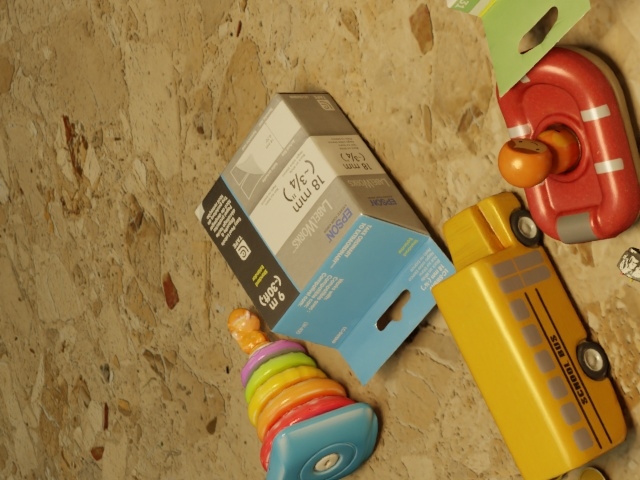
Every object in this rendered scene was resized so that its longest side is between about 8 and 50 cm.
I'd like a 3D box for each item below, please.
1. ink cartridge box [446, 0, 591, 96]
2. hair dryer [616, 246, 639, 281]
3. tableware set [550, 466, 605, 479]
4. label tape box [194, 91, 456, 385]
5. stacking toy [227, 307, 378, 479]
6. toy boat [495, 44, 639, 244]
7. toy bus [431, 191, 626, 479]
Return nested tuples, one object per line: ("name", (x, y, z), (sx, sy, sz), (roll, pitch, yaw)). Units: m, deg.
("ink cartridge box", (0.207, -0.303, 1.609), (0.171, 0.056, 0.235), (-46, 40, 46))
("hair dryer", (0.439, 0.042, 1.503), (0.293, 0.080, 0.223), (48, 132, 28))
("tableware set", (0.311, 0.305, 1.809), (0.104, 0.024, 0.154), (-39, 67, 48))
("label tape box", (0.000, 0.000, 1.944), (0.333, 0.106, 0.240), (55, 127, 26))
("stacking toy", (-0.057, 0.212, 2.127), (0.302, 0.166, 0.175), (56, 151, 35))
("toy boat", (0.258, -0.101, 1.628), (0.151, 0.151, 0.231), (-12, 95, 50))
("toy bus", (0.239, 0.114, 1.747), (0.108, 0.130, 0.332), (-35, 77, 49))
